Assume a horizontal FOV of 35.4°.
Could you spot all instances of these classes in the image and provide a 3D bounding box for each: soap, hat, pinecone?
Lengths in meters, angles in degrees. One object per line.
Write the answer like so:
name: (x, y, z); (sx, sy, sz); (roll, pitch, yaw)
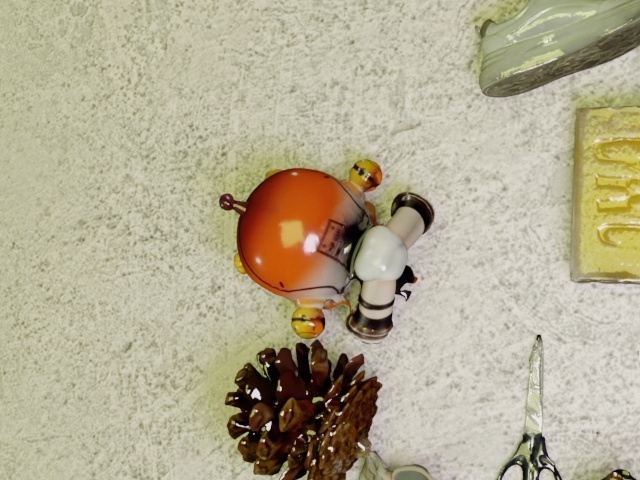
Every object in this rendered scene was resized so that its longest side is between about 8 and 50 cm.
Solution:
soap: (0.480, -0.068, 1.559); (0.173, 0.089, 0.274); (1, 85, 19)
hat: (0.107, 0.460, 1.584); (0.226, 0.164, 0.219); (15, 50, 31)
pinecone: (-0.038, 0.284, 1.624); (0.264, 0.264, 0.264); (-1, 85, 18)

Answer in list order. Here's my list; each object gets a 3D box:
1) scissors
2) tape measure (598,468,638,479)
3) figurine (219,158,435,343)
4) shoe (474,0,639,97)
scissors: (0.344, 0.301, 1.610); (0.109, 0.022, 0.300); (4, 87, 15)
tape measure: (0.426, 0.457, 1.476); (0.135, 0.202, 0.223); (12, 75, 21)
figurine: (0.000, -0.001, 1.650); (0.323, 0.196, 0.320); (17, 80, 22)
shoe: (0.385, -0.352, 1.599); (0.316, 0.124, 0.159); (-23, 72, 16)
